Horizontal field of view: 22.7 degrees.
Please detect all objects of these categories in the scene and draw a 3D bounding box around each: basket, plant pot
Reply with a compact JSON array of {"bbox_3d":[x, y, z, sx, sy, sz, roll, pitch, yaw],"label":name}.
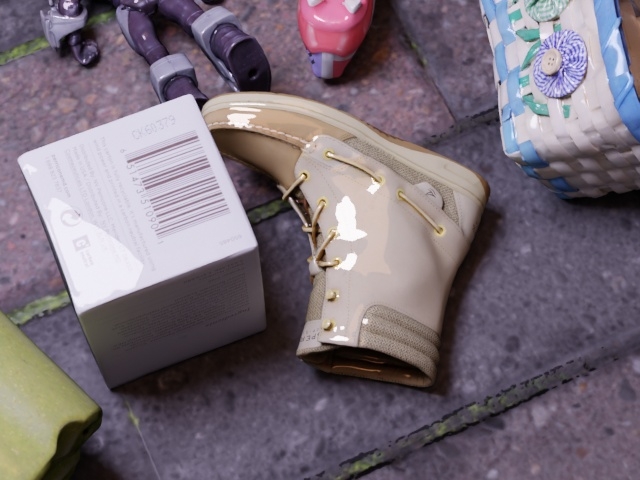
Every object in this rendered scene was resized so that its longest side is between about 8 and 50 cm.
[{"bbox_3d":[0.290,-0.164,1.345,0.289,0.201,0.255,-19,61,24],"label":"basket"},{"bbox_3d":[-0.320,0.131,1.241,0.254,0.276,0.276,36,71,5],"label":"plant pot"}]

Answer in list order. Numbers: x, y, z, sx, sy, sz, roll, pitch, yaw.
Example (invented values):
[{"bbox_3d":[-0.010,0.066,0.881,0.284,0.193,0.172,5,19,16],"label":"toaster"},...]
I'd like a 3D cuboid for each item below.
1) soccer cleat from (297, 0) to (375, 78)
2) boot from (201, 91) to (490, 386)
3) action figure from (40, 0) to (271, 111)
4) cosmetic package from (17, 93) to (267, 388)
[{"bbox_3d":[0.029,-0.262,1.500,0.083,0.095,0.248,13,52,3],"label":"soccer cleat"},{"bbox_3d":[0.000,0.000,1.351,0.262,0.095,0.203,21,68,-10],"label":"boot"},{"bbox_3d":[-0.158,-0.211,1.468,0.185,0.099,0.285,-33,56,-6],"label":"action figure"},{"bbox_3d":[-0.142,0.005,1.317,0.151,0.184,0.151,-21,67,-9],"label":"cosmetic package"}]
